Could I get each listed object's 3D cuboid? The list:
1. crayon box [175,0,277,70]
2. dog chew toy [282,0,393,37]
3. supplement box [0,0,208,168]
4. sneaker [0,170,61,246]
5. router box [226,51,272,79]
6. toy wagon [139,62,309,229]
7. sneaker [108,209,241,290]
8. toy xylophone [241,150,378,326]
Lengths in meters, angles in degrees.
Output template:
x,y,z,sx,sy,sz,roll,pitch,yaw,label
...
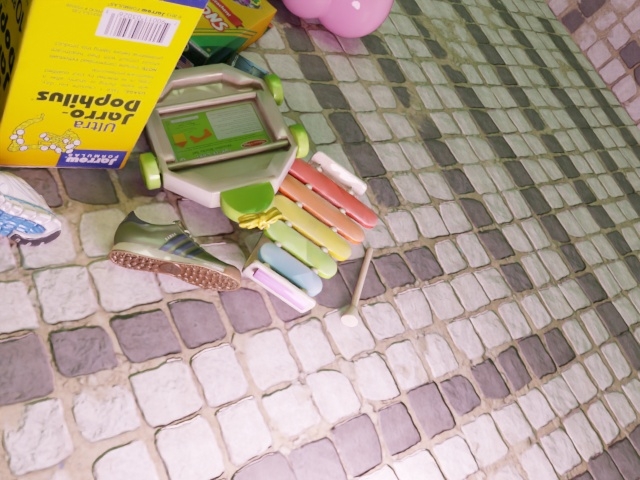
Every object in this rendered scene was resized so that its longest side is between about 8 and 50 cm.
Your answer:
x,y,z,sx,sy,sz,roll,pitch,yaw,label
-0.225,-0.455,1.226,0.202,0.081,0.318,39,44,-5,crayon box
-0.002,-0.583,1.407,0.331,0.207,0.207,9,54,-20,dog chew toy
-0.320,-0.275,0.828,0.195,0.356,0.194,-3,61,-38,supplement box
-0.412,-0.061,0.781,0.083,0.071,0.191,59,6,31,sneaker
-0.146,-0.291,1.193,0.092,0.038,0.122,27,47,-16,router box
-0.156,-0.146,1.003,0.267,0.068,0.344,-15,62,-20,toy wagon
-0.202,0.009,0.914,0.192,0.064,0.086,16,56,-22,sneaker
0.000,0.000,1.056,0.236,0.081,0.323,29,47,-16,toy xylophone
